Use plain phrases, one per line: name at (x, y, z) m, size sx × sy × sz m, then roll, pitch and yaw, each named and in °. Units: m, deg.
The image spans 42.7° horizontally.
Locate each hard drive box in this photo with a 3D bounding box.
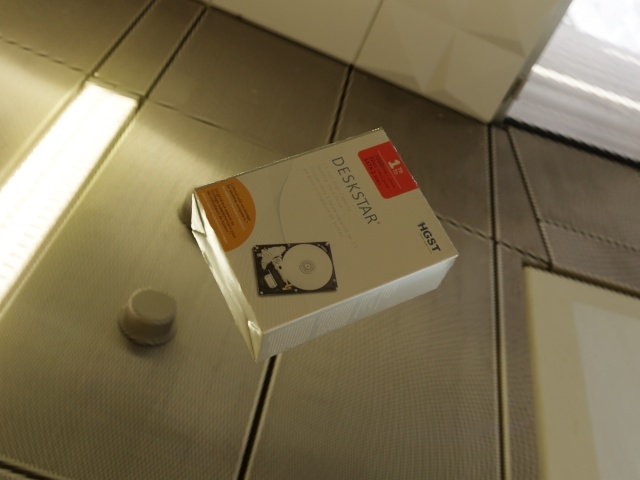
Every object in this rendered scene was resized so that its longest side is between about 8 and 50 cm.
hard drive box at (0.000, 0.000, 0.894) m, size 0.232 × 0.089 × 0.181 m, roll -21°, pitch -113°, yaw -20°
